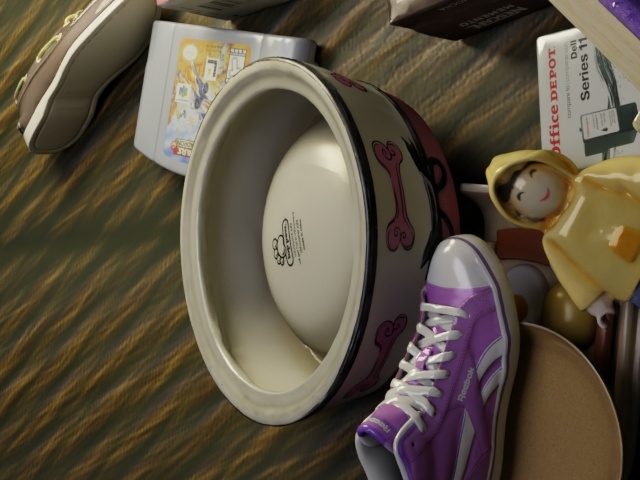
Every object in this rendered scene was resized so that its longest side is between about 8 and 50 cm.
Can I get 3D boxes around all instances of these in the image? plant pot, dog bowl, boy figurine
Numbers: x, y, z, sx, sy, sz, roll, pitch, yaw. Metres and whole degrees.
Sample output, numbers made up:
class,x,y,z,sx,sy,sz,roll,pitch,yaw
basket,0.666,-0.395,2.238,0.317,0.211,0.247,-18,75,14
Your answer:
class,x,y,z,sx,sy,sz,roll,pitch,yaw
plant pot,0.214,0.198,1.690,0.236,0.032,0.236,5,97,46
dog bowl,0.000,0.000,1.892,0.408,0.150,0.407,3,94,57
boy figurine,0.288,-0.008,1.611,0.285,0.092,0.177,36,111,9

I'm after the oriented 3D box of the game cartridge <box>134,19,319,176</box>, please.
class,x,y,z,sx,sy,sz,roll,pitch,yaw
game cartridge,-0.128,-0.172,2.155,0.297,0.062,0.198,13,91,45

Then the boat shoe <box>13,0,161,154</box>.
class,x,y,z,sx,sy,sz,roll,pitch,yaw
boat shoe,-0.329,-0.256,2.324,0.324,0.117,0.096,-50,57,37

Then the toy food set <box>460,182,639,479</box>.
class,x,y,z,sx,sy,sz,roll,pitch,yaw
toy food set,0.220,0.099,1.746,0.220,0.092,0.306,6,90,45

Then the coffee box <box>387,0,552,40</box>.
class,x,y,z,sx,sy,sz,roll,pitch,yaw
coffee box,0.155,-0.387,1.838,0.168,0.119,0.297,-15,76,43

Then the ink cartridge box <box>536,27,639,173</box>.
class,x,y,z,sx,sy,sz,roll,pitch,yaw
ink cartridge box,0.321,-0.145,1.670,0.208,0.087,0.153,-11,78,44

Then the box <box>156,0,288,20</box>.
class,x,y,z,sx,sy,sz,roll,pitch,yaw
box,-0.118,-0.409,2.112,0.149,0.127,0.232,-11,79,45

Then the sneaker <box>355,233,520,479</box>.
class,x,y,z,sx,sy,sz,roll,pitch,yaw
sneaker,0.109,0.137,1.656,0.102,0.161,0.282,4,96,47

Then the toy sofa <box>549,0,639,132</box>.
class,x,y,z,sx,sy,sz,roll,pitch,yaw
toy sofa,0.285,-0.253,1.554,0.177,0.150,0.362,-56,48,23
